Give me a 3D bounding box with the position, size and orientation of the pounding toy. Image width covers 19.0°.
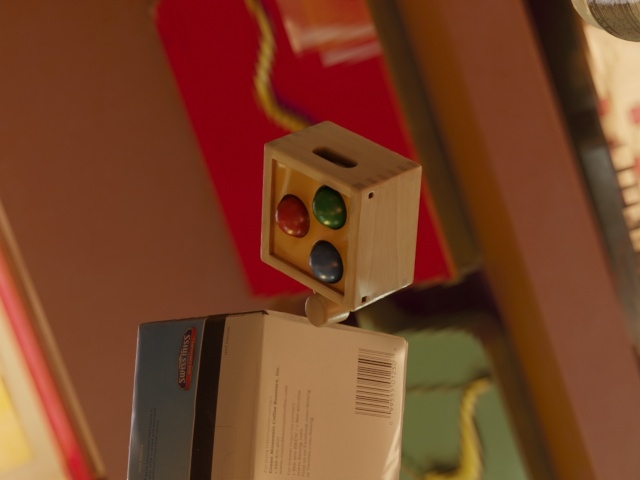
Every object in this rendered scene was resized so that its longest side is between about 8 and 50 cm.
[{"bbox_3d":[-0.007,0.002,1.816,0.094,0.206,0.181,-23,-142,-39],"label":"pounding toy"}]

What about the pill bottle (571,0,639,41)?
[{"bbox_3d":[0.211,-0.163,1.206,0.078,0.078,0.137,-22,-168,-12],"label":"pill bottle"}]

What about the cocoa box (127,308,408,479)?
[{"bbox_3d":[-0.067,0.268,2.162,0.231,0.347,0.228,12,167,-41],"label":"cocoa box"}]
